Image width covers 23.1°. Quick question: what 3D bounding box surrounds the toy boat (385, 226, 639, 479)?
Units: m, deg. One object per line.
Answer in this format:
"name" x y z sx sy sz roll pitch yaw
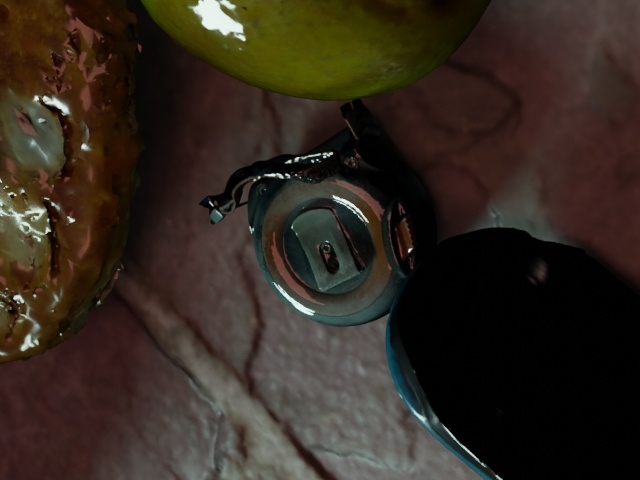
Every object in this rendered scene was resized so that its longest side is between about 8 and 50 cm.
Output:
"toy boat" 0.157 0.120 0.784 0.299 0.134 0.092 39 153 14

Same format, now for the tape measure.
"tape measure" -0.004 0.002 0.786 0.104 0.180 0.107 -31 91 15

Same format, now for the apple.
"apple" 0.007 -0.153 0.716 0.157 0.196 0.196 32 123 -20

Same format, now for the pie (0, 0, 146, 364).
"pie" -0.211 -0.059 0.910 0.308 0.085 0.308 11 113 28
